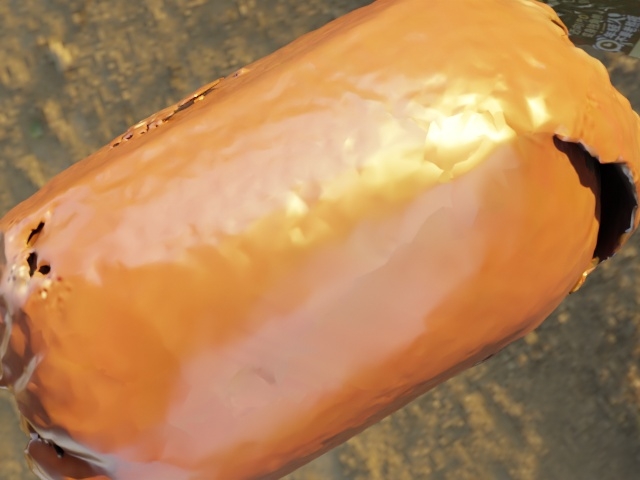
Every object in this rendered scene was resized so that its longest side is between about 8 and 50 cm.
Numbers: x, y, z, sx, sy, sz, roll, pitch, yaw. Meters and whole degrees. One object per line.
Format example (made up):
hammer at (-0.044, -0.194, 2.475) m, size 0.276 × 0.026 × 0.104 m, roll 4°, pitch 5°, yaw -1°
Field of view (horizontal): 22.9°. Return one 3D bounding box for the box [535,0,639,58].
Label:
box at (0.220, -0.217, 1.179) m, size 0.310 × 0.084 × 0.198 m, roll 12°, pitch 165°, yaw -1°

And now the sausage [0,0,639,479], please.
sausage at (0.000, 0.000, 0.622) m, size 0.152 × 0.279 × 0.152 m, roll 58°, pitch 168°, yaw 19°
